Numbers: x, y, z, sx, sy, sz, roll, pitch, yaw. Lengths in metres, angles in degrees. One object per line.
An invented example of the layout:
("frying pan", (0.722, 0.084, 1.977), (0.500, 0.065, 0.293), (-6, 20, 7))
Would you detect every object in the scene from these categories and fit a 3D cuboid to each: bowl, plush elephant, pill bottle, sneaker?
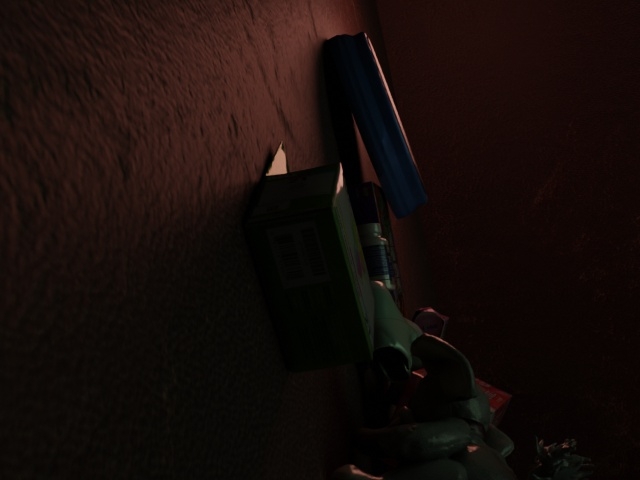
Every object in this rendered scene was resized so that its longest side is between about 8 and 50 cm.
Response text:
("bowl", (0.122, -0.238, 1.810), (0.391, 0.077, 0.391), (-21, 90, -82))
("plush elephant", (0.153, 0.281, 1.187), (0.272, 0.330, 0.255), (64, -2, -32))
("pill bottle", (0.090, 0.033, 1.562), (0.067, 0.067, 0.120), (32, 49, -76))
("sneaker", (0.122, 0.194, 1.491), (0.256, 0.094, 0.151), (53, 21, -47))

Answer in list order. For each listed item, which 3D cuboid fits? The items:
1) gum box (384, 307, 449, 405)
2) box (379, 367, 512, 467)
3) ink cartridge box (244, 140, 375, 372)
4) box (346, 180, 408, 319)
("gum box", (0.183, 0.215, 1.672), (0.107, 0.062, 0.188), (8, 101, -79))
("box", (0.213, 0.307, 1.497), (0.154, 0.142, 0.300), (-67, 162, 4))
("ink cartridge box", (0.000, 0.000, 1.036), (0.255, 0.097, 0.189), (-78, 155, -63))
("box", (0.112, 0.042, 1.699), (0.201, 0.057, 0.293), (8, 72, -80))
